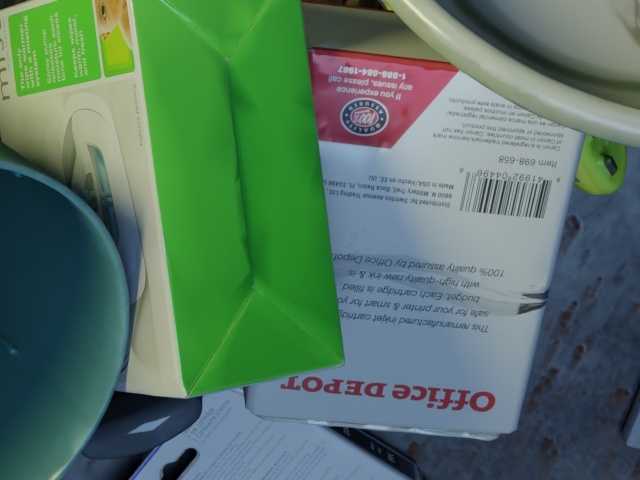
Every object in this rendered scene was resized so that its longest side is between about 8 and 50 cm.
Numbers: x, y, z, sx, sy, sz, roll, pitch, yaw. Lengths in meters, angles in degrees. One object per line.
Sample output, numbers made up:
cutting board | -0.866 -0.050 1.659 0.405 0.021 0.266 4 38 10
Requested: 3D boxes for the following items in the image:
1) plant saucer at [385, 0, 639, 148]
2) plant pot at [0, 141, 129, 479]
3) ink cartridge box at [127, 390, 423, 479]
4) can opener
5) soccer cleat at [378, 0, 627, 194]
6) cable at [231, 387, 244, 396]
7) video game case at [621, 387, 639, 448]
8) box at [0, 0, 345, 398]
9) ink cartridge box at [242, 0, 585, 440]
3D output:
plant saucer | 0.187 -0.191 1.207 0.400 0.400 0.100 9 142 -11
plant pot | -0.301 0.028 1.137 0.293 0.235 0.293 -22 131 -28
ink cartridge box | -0.059 0.216 1.521 0.208 0.045 0.206 34 107 -21
can opener | -0.226 0.155 1.451 0.280 0.093 0.074 -26 117 11
soccer cleat | 0.126 -0.139 1.369 0.121 0.093 0.289 -20 126 36
cable | 0.000 0.000 1.404 0.257 0.089 0.257 -22 116 4
video game case | 0.372 0.094 1.532 0.193 0.023 0.212 12 112 -13
box | -0.105 -0.039 1.220 0.127 0.231 0.262 -9 95 -33
ink cartridge box | 0.057 -0.012 1.289 0.197 0.114 0.272 6 114 -10
